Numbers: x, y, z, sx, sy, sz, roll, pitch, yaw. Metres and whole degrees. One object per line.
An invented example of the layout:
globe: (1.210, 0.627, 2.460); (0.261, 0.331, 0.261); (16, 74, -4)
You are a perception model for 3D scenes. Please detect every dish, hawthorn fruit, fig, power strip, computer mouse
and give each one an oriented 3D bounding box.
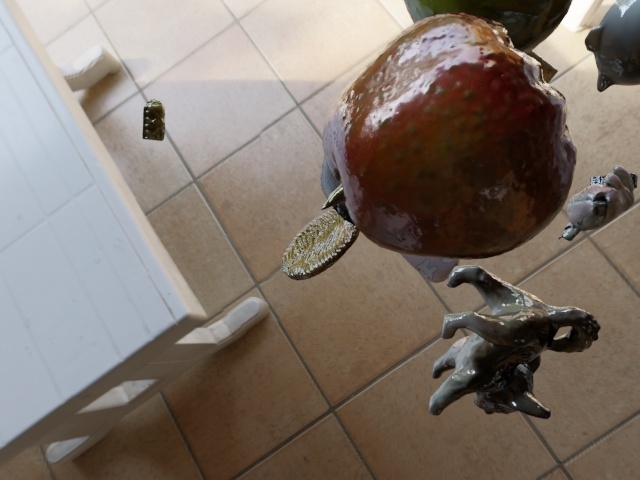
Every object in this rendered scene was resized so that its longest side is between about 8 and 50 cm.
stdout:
dish: (0.669, -0.390, 0.977); (0.236, 0.228, 0.086); (-26, 29, 8)
hawthorn fruit: (0.178, -0.139, 0.798); (0.402, 0.403, 0.403); (-2, 77, 11)
fig: (0.345, -0.543, 1.044); (0.342, 0.343, 0.344); (-2, 77, 11)
power strip: (0.779, -0.155, 1.307); (0.111, 0.029, 0.038); (2, 78, 49)
computer mouse: (0.079, -0.136, 1.176); (0.183, 0.323, 0.116); (39, 64, 17)

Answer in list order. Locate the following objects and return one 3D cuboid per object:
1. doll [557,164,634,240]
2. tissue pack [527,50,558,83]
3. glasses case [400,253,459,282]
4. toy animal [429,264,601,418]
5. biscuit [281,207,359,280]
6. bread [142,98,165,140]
doll: (0.635, -0.083, 1.118); (0.192, 0.149, 0.095); (-29, 70, -26)
tissue pack: (0.575, -0.465, 1.461); (0.148, 0.092, 0.196); (30, 115, -13)
glasses case: (0.259, -0.009, 1.374); (0.297, 0.075, 0.113); (47, 112, 18)
toy animal: (0.401, 0.254, 1.050); (0.302, 0.194, 0.345); (9, 123, 15)
biscuit: (0.000, 0.000, 1.589); (0.318, 0.318, 0.040); (-41, 114, 0)
bread: (-0.441, -0.318, 1.303); (0.066, 0.060, 0.111); (32, 118, 53)
